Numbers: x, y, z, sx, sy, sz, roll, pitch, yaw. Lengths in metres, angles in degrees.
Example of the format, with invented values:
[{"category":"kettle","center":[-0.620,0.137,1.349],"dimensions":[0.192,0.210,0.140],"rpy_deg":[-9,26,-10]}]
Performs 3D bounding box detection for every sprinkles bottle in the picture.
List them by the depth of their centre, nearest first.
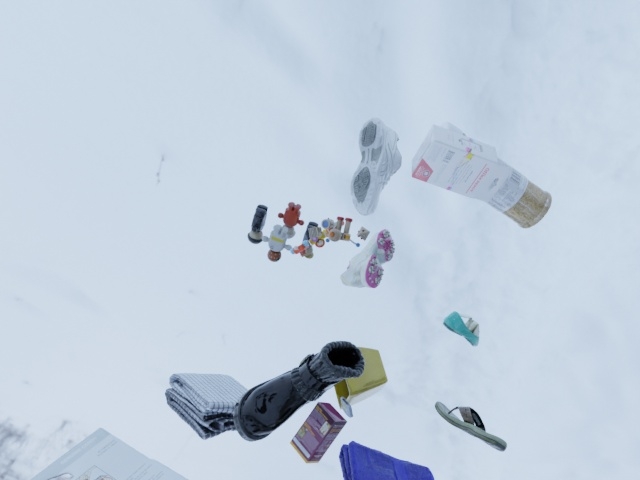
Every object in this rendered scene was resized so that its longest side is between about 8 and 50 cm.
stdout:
[{"category":"sprinkles bottle","center":[0.442,-0.170,1.466],"dimensions":[0.356,0.121,0.121],"rpy_deg":[32,143,-9]}]

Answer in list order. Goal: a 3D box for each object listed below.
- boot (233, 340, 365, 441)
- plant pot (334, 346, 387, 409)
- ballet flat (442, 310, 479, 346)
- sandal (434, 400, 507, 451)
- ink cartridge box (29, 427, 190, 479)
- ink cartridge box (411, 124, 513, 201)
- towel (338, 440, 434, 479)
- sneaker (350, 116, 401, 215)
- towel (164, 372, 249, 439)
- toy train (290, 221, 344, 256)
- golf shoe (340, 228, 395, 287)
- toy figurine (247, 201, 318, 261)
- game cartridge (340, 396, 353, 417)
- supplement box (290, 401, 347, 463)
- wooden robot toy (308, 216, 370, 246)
[{"category":"boot","center":[-0.055,0.399,1.504],"dimensions":[0.260,0.348,0.131],"rpy_deg":[-34,85,35]},{"category":"plant pot","center":[0.163,0.567,2.331],"dimensions":[0.187,0.212,0.212],"rpy_deg":[-7,149,-15]},{"category":"ballet flat","center":[0.555,0.332,2.083],"dimensions":[0.087,0.083,0.247],"rpy_deg":[-47,132,9]},{"category":"sandal","center":[0.536,0.640,1.941],"dimensions":[0.120,0.086,0.303],"rpy_deg":[36,168,-37]},{"category":"ink cartridge box","center":[-0.333,0.418,0.786],"dimensions":[0.239,0.275,0.060],"rpy_deg":[19,117,23]},{"category":"ink cartridge box","center":[0.323,-0.173,1.261],"dimensions":[0.198,0.067,0.115],"rpy_deg":[19,135,-9]},{"category":"towel","center":[0.215,0.722,1.656],"dimensions":[0.309,0.227,0.076],"rpy_deg":[21,104,-14]},{"category":"sneaker","center":[0.145,-0.166,1.299],"dimensions":[0.115,0.232,0.090],"rpy_deg":[14,176,-35]},{"category":"towel","center":[-0.330,0.520,1.748],"dimensions":[0.235,0.121,0.284],"rpy_deg":[17,180,-42]},{"category":"toy train","center":[0.000,0.000,1.579],"dimensions":[0.166,0.125,0.046],"rpy_deg":[-30,90,19]},{"category":"golf shoe","center":[0.164,0.058,1.911],"dimensions":[0.140,0.306,0.115],"rpy_deg":[-14,113,32]},{"category":"toy figurine","center":[-0.130,-0.023,1.926],"dimensions":[0.209,0.213,0.148],"rpy_deg":[45,131,38]},{"category":"game cartridge","center":[0.100,0.637,2.095],"dimensions":[0.083,0.017,0.055],"rpy_deg":[-155,49,-68]},{"category":"supplement box","center":[-0.007,0.680,1.952],"dimensions":[0.104,0.188,0.081],"rpy_deg":[39,-173,38]},{"category":"wooden robot toy","center":[0.039,-0.026,1.465],"dimensions":[0.174,0.076,0.079],"rpy_deg":[8,-174,27]}]
